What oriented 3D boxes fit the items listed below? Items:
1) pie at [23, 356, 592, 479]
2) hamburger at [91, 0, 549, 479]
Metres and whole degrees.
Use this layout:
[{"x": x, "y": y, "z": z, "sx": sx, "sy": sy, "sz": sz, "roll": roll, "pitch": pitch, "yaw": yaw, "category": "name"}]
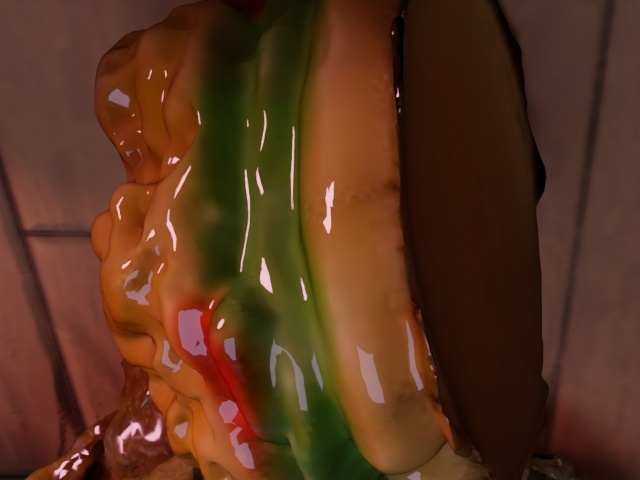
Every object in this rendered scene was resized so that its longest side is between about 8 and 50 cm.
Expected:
[{"x": -0.010, "y": 0.263, "z": 0.829, "sx": 0.418, "sy": 0.180, "sz": 0.395, "roll": 33, "pitch": 101, "yaw": -22, "category": "pie"}, {"x": 0.000, "y": 0.000, "z": 0.585, "sx": 0.149, "sy": 0.237, "sz": 0.237, "roll": -8, "pitch": 140, "yaw": 20, "category": "hamburger"}]
